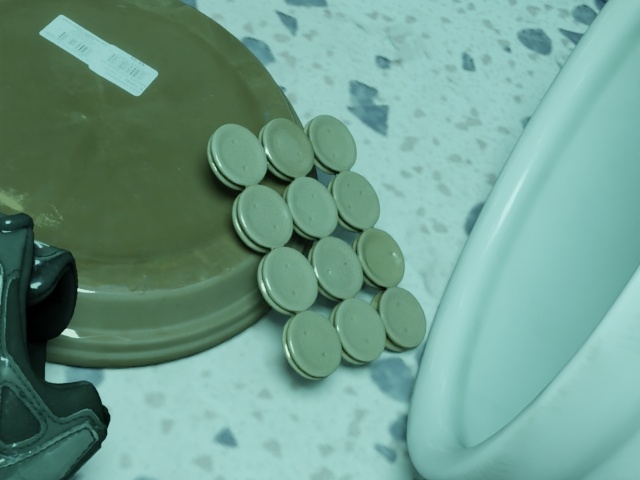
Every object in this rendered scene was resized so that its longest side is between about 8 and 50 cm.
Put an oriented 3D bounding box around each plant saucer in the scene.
[{"bbox_3d":[-0.128,-0.058,0.663,0.277,0.041,0.278,11,51,-15],"label":"plant saucer"}]

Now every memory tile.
[{"bbox_3d":[0.000,0.000,0.653,0.113,0.012,0.148,-14,79,-45],"label":"memory tile"}]

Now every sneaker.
[{"bbox_3d":[-0.189,0.013,0.529,0.135,0.098,0.276,-30,72,-16],"label":"sneaker"}]

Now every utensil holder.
[{"bbox_3d":[0.287,0.057,0.582,0.385,0.327,0.328,29,49,-6],"label":"utensil holder"}]
